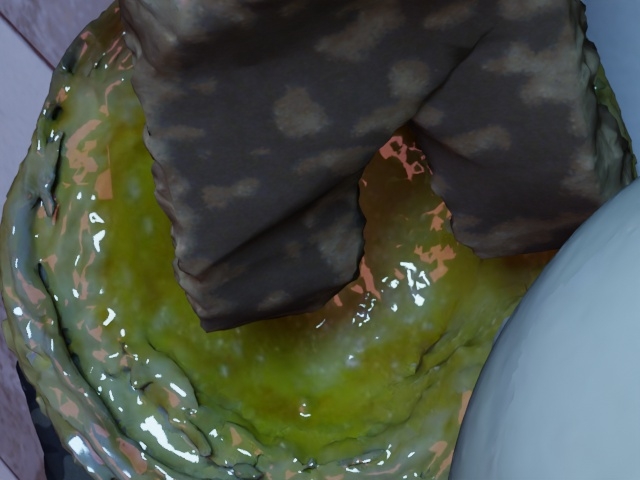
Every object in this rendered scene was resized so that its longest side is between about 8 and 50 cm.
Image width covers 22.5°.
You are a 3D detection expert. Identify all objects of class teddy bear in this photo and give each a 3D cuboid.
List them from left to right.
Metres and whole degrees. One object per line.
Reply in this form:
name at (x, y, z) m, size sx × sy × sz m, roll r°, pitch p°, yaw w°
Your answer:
teddy bear at (-0.010, -0.127, 0.552) m, size 0.296 × 0.246 × 0.222 m, roll 70°, pitch -175°, yaw -60°

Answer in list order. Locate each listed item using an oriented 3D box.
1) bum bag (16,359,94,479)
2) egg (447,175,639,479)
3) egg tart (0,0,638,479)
bum bag at (-0.102, 0.193, 0.988) m, size 0.144 × 0.095 × 0.340 m, roll -3°, pitch 110°, yaw 30°
egg at (0.194, 0.080, 0.493) m, size 0.283 × 0.283 × 0.345 m, roll 54°, pitch 138°, yaw 10°
egg tart at (0.000, 0.000, 0.709) m, size 0.288 × 0.118 × 0.288 m, roll 0°, pitch 92°, yaw 3°
